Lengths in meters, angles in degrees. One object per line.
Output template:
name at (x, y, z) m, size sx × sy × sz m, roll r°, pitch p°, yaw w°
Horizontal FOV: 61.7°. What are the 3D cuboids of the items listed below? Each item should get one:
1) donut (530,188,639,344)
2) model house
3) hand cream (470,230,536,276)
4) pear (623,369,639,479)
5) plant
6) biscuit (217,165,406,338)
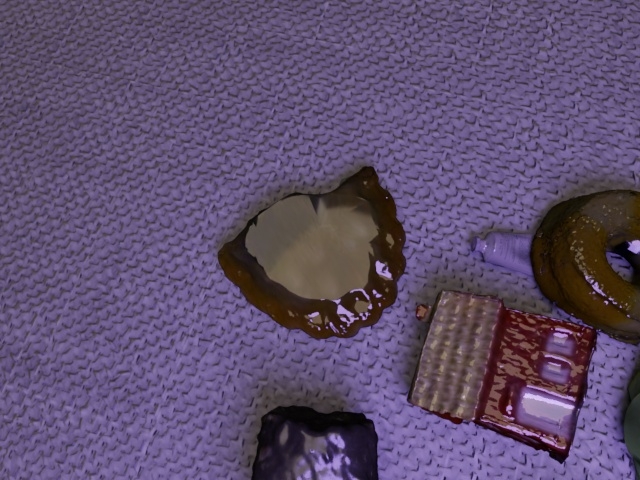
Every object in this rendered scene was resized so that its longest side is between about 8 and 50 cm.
donut at (0.496, 0.032, 0.871) m, size 0.272 × 0.107 × 0.271 m, roll 0°, pitch 75°, yaw -1°
model house at (0.255, 0.197, 0.828) m, size 0.254 × 0.160 × 0.195 m, roll 17°, pitch 74°, yaw 14°
hand cream at (0.334, 0.019, 0.940) m, size 0.142 × 0.053 × 0.084 m, roll 10°, pitch 73°, yaw -6°
pear at (0.600, 0.254, 0.761) m, size 0.287 × 0.176 × 0.281 m, roll 5°, pitch 70°, yaw 7°
plant at (-0.010, 0.381, 0.757) m, size 0.189 × 0.199 × 0.275 m, roll 0°, pitch 81°, yaw 4°
biscuit at (0.000, 0.000, 0.966) m, size 0.330 × 0.078 × 0.334 m, roll 22°, pitch 78°, yaw 9°
